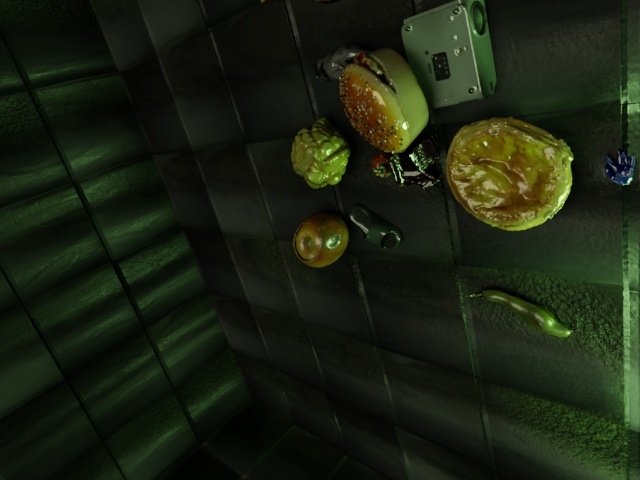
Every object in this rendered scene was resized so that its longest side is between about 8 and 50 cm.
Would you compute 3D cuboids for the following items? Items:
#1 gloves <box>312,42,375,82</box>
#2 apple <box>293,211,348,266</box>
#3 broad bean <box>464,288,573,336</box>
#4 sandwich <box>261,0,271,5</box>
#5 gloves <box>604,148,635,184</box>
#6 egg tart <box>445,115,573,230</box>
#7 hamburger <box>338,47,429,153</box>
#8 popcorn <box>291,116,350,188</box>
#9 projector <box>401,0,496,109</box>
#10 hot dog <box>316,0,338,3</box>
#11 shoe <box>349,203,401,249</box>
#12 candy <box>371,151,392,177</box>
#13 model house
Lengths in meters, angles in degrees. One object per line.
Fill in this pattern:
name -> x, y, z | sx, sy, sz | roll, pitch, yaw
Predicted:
gloves -> 0.076, -0.561, 1.425 | 0.285, 0.142, 0.119 | 11, 152, 43
apple -> 0.000, 0.000, 1.844 | 0.236, 0.207, 0.237 | 25, 131, 32
broad bean -> 0.632, 0.215, 1.424 | 0.325, 0.067, 0.075 | 27, 104, 36
sandwich -> -0.139, -0.896, 1.457 | 0.090, 0.088, 0.244 | 60, 147, 10
gloves -> 0.716, -0.175, 1.072 | 0.064, 0.026, 0.086 | 8, 122, 47
egg tart -> 0.505, -0.189, 1.209 | 0.341, 0.132, 0.342 | 29, 136, 33
hamburger -> 0.170, -0.392, 1.276 | 0.300, 0.176, 0.300 | 56, 175, 8
popcorn -> -0.002, -0.318, 1.644 | 0.256, 0.194, 0.255 | 4, 109, 46
projector -> 0.342, -0.490, 1.192 | 0.198, 0.108, 0.251 | 5, 119, 46
hot dog -> 0.024, -0.850, 1.287 | 0.194, 0.107, 0.326 | 29, 135, 31
shoe -> 0.189, -0.039, 1.703 | 0.241, 0.093, 0.108 | 40, 139, 24
candy -> 0.200, -0.225, 1.428 | 0.078, 0.288, 0.084 | -33, 100, 16
model house -> 0.307, -0.255, 1.416 | 0.164, 0.141, 0.203 | -7, 134, 27
